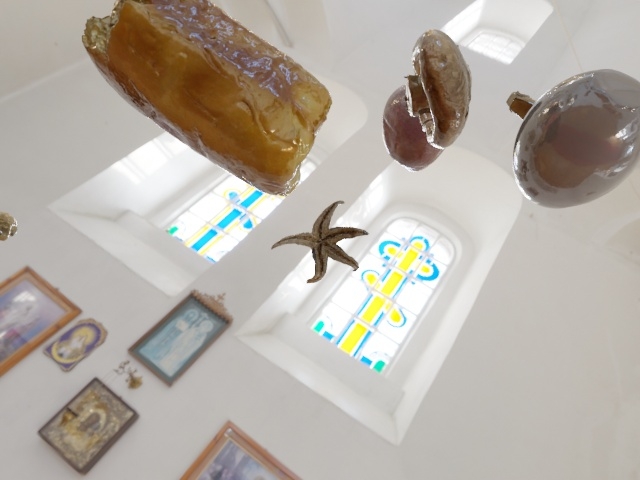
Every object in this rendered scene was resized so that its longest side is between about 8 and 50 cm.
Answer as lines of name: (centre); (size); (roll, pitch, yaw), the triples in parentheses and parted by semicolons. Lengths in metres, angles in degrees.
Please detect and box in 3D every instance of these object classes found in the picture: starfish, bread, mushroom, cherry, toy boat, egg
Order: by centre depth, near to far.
bread: (-0.155, -0.202, 0.603); (0.344, 0.148, 0.195); (34, -26, -2)
egg: (0.398, -0.146, 0.698); (0.176, 0.176, 0.231); (30, -39, 15)
mushroom: (0.268, -0.337, 1.016); (0.146, 0.278, 0.278); (-11, -54, 7)
starfish: (0.001, 0.002, 1.094); (0.238, 0.212, 0.057); (2, -15, 2)
toy boat: (0.613, -0.347, 1.234); (0.206, 0.072, 0.064); (41, -44, 17)
cherry: (0.308, -0.366, 1.416); (0.261, 0.221, 0.307); (-119, -147, -59)

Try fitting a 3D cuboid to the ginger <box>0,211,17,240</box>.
ginger: (-0.790, -0.018, 0.887); (0.081, 0.147, 0.334); (-2, -12, 30)
